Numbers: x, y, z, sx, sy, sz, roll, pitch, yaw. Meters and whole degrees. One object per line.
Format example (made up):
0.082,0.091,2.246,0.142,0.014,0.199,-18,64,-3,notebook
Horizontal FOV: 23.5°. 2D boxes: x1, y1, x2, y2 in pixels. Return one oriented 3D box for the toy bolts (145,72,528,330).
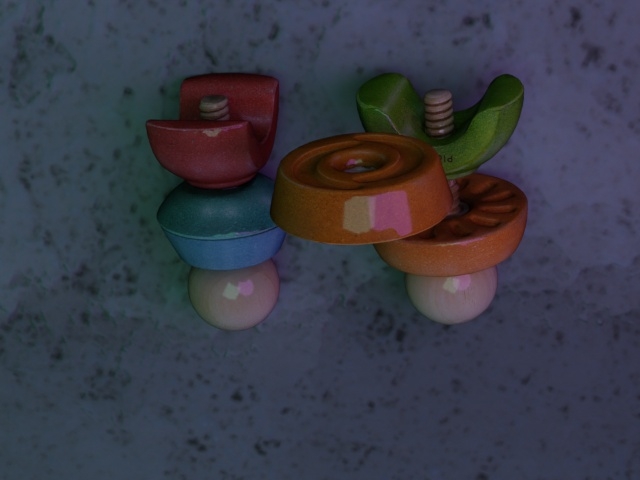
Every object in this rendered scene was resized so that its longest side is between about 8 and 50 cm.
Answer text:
0.000,0.000,0.933,0.228,0.218,0.158,4,116,19,toy bolts
